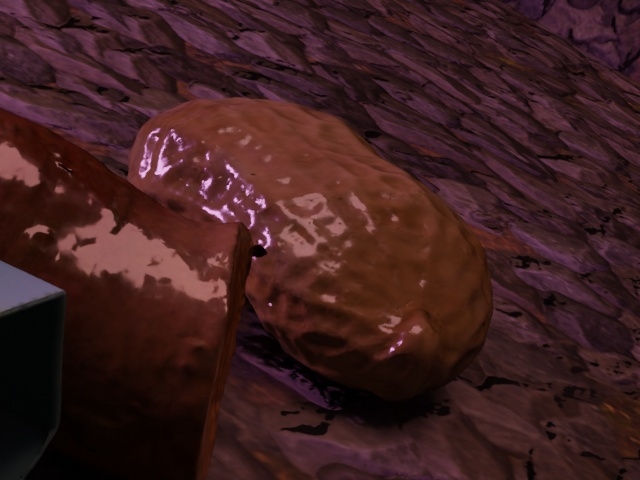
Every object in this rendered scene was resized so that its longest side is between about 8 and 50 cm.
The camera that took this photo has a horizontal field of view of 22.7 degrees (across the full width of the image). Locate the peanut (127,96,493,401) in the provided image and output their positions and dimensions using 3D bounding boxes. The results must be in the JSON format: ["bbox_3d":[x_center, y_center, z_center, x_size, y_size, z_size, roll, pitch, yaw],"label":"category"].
[{"bbox_3d":[0.000,0.000,0.919,0.196,0.110,0.233,4,27,-48],"label":"peanut"}]

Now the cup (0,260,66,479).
[{"bbox_3d":[-0.216,0.021,0.544,0.235,0.134,0.148,32,16,18],"label":"cup"}]

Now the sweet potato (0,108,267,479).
[{"bbox_3d":[-0.184,-0.008,0.661,0.336,0.131,0.131,23,19,-10],"label":"sweet potato"}]
